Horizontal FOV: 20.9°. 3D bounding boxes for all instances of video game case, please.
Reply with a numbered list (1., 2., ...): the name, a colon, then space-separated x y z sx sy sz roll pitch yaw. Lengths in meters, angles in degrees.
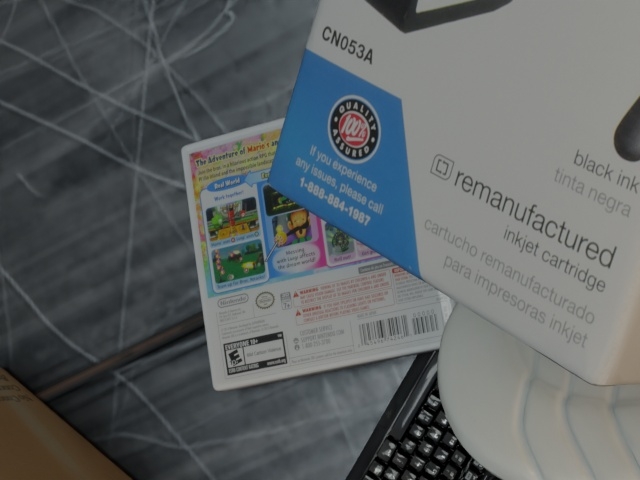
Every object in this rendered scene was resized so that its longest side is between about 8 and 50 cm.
1. video game case: 0.000 0.000 0.952 0.157 0.019 0.143 -13 79 28

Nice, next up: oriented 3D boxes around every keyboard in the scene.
1. keyboard: 0.075 0.120 0.922 0.108 0.023 0.180 34 103 21

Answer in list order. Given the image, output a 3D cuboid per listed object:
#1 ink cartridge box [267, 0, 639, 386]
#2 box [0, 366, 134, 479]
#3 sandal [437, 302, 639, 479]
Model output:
1. ink cartridge box: 0.125 -0.123 0.737 0.223 0.129 0.308 33 113 44
2. box: -0.138 0.208 0.952 0.311 0.148 0.121 36 103 20
3. sandal: 0.248 0.037 0.793 0.416 0.102 0.169 -18 52 28
